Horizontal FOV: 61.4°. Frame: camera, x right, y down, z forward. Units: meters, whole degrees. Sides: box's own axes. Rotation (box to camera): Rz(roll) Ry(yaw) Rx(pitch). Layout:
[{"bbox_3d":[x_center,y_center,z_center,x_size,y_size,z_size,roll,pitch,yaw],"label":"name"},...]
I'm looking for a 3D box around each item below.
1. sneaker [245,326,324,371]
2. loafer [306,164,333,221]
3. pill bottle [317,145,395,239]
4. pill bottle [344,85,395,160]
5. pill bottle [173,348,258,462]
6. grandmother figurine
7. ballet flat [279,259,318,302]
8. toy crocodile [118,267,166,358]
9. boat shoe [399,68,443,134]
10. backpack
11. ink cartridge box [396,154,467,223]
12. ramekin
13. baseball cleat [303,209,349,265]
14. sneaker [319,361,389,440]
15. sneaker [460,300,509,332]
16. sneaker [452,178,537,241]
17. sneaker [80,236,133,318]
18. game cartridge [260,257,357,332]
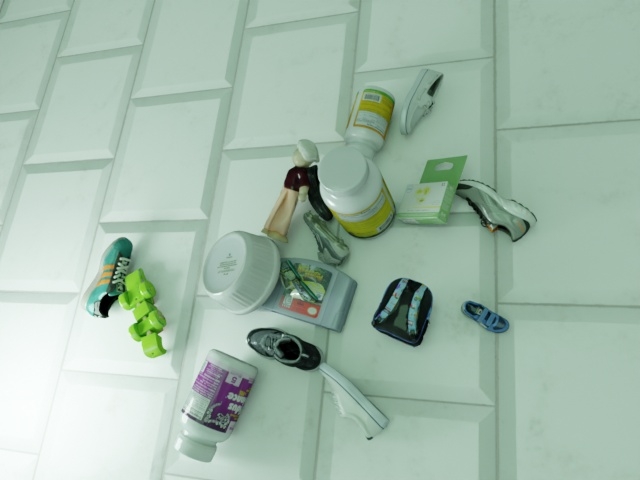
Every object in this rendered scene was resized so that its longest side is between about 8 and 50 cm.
[{"bbox_3d":[-0.128,0.316,1.637,0.268,0.153,0.102,14,75,23],"label":"sneaker"},{"bbox_3d":[-0.005,-0.165,1.822,0.078,0.076,0.223,-33,59,16],"label":"loafer"},{"bbox_3d":[0.108,-0.141,1.630,0.187,0.334,0.188,-7,67,16],"label":"pill bottle"},{"bbox_3d":[0.158,-0.381,1.817,0.136,0.136,0.246,11,74,22],"label":"pill bottle"},{"bbox_3d":[-0.320,0.496,1.625,0.169,0.169,0.302,18,77,24],"label":"pill bottle"},{"bbox_3d":[-0.092,-0.168,1.779,0.207,0.103,0.343,25,96,54],"label":"grandmother figurine"},{"bbox_3d":[-0.076,0.142,1.682,0.070,0.070,0.188,-40,53,1],"label":"ballet flat"},{"bbox_3d":[-0.606,0.246,1.869,0.115,0.105,0.341,-33,58,5],"label":"toy crocodile"},{"bbox_3d":[0.341,-0.467,1.811,0.084,0.095,0.258,16,77,28],"label":"boat shoe"},{"bbox_3d":[0.249,0.204,1.570,0.158,0.117,0.174,18,77,25],"label":"backpack"},{"bbox_3d":[0.345,-0.166,1.674,0.171,0.056,0.235,3,69,53],"label":"ink cartridge box"},{"bbox_3d":[-0.265,0.092,1.735,0.272,0.127,0.273,-22,53,33],"label":"ramekin"},{"bbox_3d":[0.000,0.000,1.745,0.206,0.072,0.110,46,120,27],"label":"baseball cleat"},{"bbox_3d":[0.076,0.458,1.545,0.091,0.094,0.258,-46,63,-7],"label":"sneaker"},{"bbox_3d":[0.462,0.215,1.525,0.144,0.059,0.053,25,77,25],"label":"sneaker"},{"bbox_3d":[0.500,-0.095,1.611,0.271,0.100,0.108,35,89,27],"label":"sneaker"},{"bbox_3d":[-0.744,0.140,1.951,0.120,0.108,0.303,24,87,25],"label":"sneaker"},{"bbox_3d":[-0.039,0.161,1.725,0.293,0.060,0.196,13,71,23],"label":"game cartridge"}]
